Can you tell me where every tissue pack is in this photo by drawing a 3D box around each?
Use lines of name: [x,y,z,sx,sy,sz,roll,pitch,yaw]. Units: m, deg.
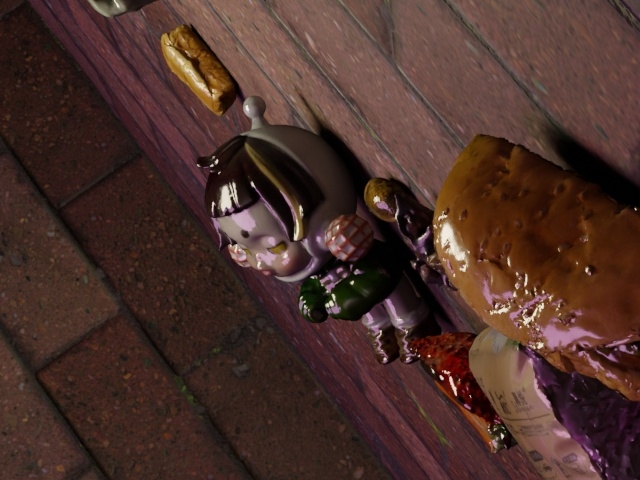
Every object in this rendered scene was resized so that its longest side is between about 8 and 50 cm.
tissue pack: [0.230,0.156,1.525,0.215,0.123,0.257,56,171,2]

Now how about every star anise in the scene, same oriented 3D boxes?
star anise: [0.120,0.017,1.804,0.124,0.056,0.129,50,170,25]

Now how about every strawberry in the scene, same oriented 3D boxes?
strawberry: [0.181,0.162,1.948,0.140,0.085,0.192,49,179,-16]

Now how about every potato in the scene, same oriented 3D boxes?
potato: [0.071,-0.043,1.893,0.051,0.040,0.083,62,169,-12]

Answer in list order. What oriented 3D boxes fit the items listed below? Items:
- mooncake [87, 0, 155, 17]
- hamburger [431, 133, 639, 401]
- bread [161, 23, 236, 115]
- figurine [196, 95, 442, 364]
mooncake: [-0.265,-0.397,2.027,0.254,0.136,0.250,54,172,38]
hamburger: [0.173,0.018,1.275,0.262,0.131,0.124,38,162,47]
bread: [-0.167,-0.235,2.410,0.132,0.053,0.074,51,171,12]
figurine: [0.000,0.000,2.087,0.370,0.167,0.281,48,154,-20]
